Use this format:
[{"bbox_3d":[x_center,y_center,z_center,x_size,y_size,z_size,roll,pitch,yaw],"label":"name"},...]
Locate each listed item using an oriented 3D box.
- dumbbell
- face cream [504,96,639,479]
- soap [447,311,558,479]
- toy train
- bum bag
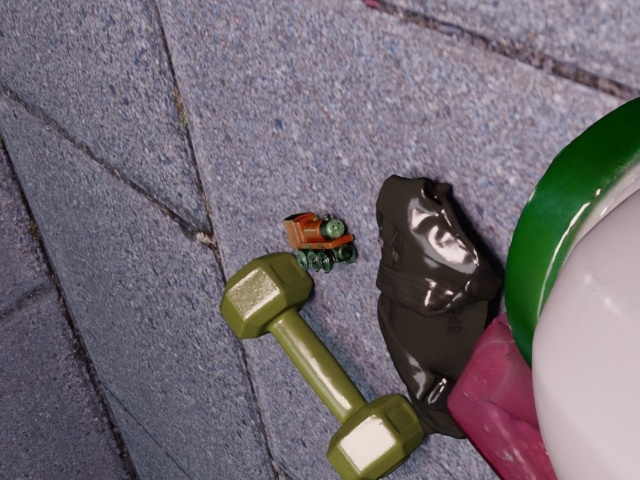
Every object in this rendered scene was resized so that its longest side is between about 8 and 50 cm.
[{"bbox_3d":[-0.001,0.154,1.141,0.302,0.121,0.108,51,125,14],"label":"dumbbell"},{"bbox_3d":[0.236,0.079,0.378,0.357,0.313,0.219,-119,46,-64],"label":"face cream"},{"bbox_3d":[0.251,0.178,0.701,0.325,0.127,0.220,47,154,21],"label":"soap"},{"bbox_3d":[0.000,0.000,1.052,0.103,0.044,0.064,1,108,61],"label":"toy train"},{"bbox_3d":[0.108,0.084,0.905,0.142,0.080,0.326,40,150,41],"label":"bum bag"}]
